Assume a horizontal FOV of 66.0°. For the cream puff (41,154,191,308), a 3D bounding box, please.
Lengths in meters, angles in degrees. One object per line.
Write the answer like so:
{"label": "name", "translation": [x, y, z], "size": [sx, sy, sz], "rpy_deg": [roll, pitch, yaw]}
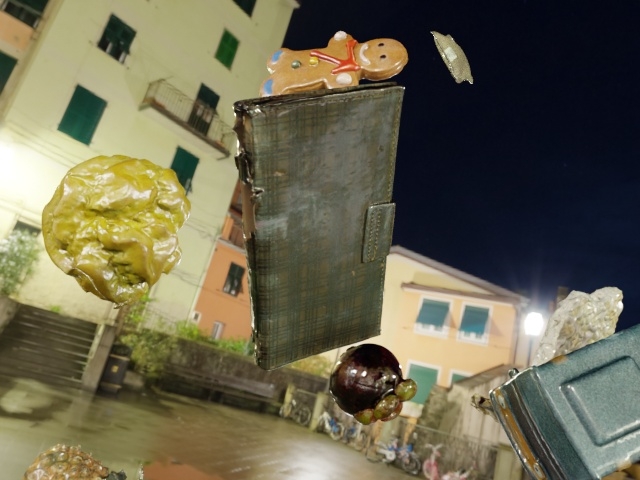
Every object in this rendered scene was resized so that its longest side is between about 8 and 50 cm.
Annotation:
{"label": "cream puff", "translation": [-0.436, -0.012, 1.108], "size": [0.257, 0.324, 0.291], "rpy_deg": [57, -8, 27]}

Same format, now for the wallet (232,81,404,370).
{"label": "wallet", "translation": [0.000, 0.000, 0.518], "size": [0.168, 0.317, 0.044], "rpy_deg": [-15, 37, -22]}

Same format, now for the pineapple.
{"label": "pineapple", "translation": [-0.443, 0.528, 1.007], "size": [0.309, 0.170, 0.141], "rpy_deg": [21, -32, 10]}

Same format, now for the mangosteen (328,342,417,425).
{"label": "mangosteen", "translation": [0.122, 0.362, 1.247], "size": [0.209, 0.210, 0.210], "rpy_deg": [14, -17, 4]}

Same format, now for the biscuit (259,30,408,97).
{"label": "biscuit", "translation": [0.028, -0.389, 1.082], "size": [0.323, 0.206, 0.049], "rpy_deg": [-2, -34, 11]}

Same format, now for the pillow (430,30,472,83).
{"label": "pillow", "translation": [0.304, -0.412, 1.115], "size": [0.033, 0.130, 0.217], "rpy_deg": [-26, 5, 30]}

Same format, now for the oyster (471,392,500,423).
{"label": "oyster", "translation": [0.463, 0.414, 1.168], "size": [0.166, 0.094, 0.294], "rpy_deg": [35, -11, -26]}

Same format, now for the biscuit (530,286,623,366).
{"label": "biscuit", "translation": [0.452, 0.170, 0.870], "size": [0.040, 0.265, 0.188], "rpy_deg": [21, -37, 56]}

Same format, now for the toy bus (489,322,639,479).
{"label": "toy bus", "translation": [0.426, 0.206, 0.680], "size": [0.323, 0.162, 0.194], "rpy_deg": [-19, -25, -8]}
